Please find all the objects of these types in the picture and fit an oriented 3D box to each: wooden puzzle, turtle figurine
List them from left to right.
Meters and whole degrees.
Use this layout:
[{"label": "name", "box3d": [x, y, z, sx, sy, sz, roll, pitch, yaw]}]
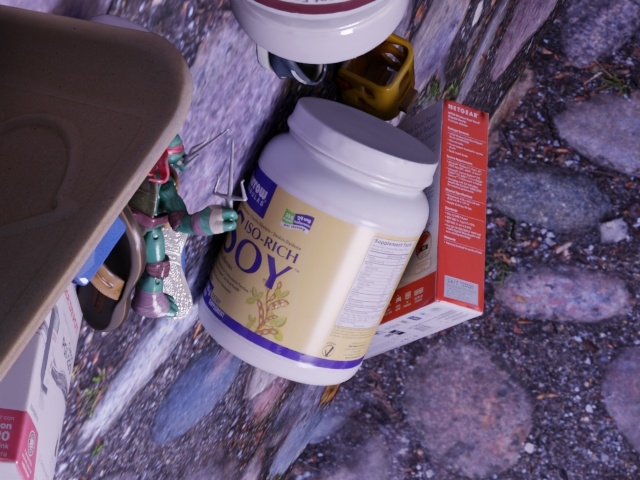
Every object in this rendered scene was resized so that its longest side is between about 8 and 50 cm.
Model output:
[{"label": "wooden puzzle", "box3d": [-0.258, 0.016, 0.924, 0.080, 0.322, 0.348, 46, 67, -46]}, {"label": "turtle figurine", "box3d": [-0.166, -0.042, 1.604, 0.175, 0.118, 0.234, -113, -142, -51]}]

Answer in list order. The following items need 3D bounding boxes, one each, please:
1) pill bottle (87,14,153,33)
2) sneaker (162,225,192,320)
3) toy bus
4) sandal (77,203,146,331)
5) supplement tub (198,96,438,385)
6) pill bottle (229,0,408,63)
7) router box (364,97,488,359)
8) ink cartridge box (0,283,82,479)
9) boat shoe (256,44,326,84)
[{"label": "pill bottle", "box3d": [-0.213, -0.086, 1.312, 0.208, 0.117, 0.117, -56, 165, -23]}, {"label": "sneaker", "box3d": [-0.186, 0.012, 1.758, 0.058, 0.084, 0.152, -14, 108, -19]}, {"label": "toy bus", "box3d": [0.090, -0.227, 2.203, 0.202, 0.104, 0.191, -42, 156, -55]}, {"label": "sandal", "box3d": [-0.234, 0.023, 1.574, 0.060, 0.090, 0.219, -24, 153, -34]}, {"label": "supplement tub", "box3d": [0.000, 0.000, 2.018, 0.331, 0.241, 0.241, -67, 166, 16]}, {"label": "pill bottle", "box3d": [-0.003, -0.342, 1.365, 0.224, 0.224, 0.392, -57, 166, -21]}, {"label": "router box", "box3d": [0.109, -0.004, 2.170, 0.335, 0.082, 0.301, -29, -128, 54]}, {"label": "ink cartridge box", "box3d": [-0.281, 0.123, 1.345, 0.158, 0.092, 0.218, 91, 2, -61]}, {"label": "boat shoe", "box3d": [-0.031, -0.257, 1.739, 0.095, 0.079, 0.254, -56, 166, -23]}]
